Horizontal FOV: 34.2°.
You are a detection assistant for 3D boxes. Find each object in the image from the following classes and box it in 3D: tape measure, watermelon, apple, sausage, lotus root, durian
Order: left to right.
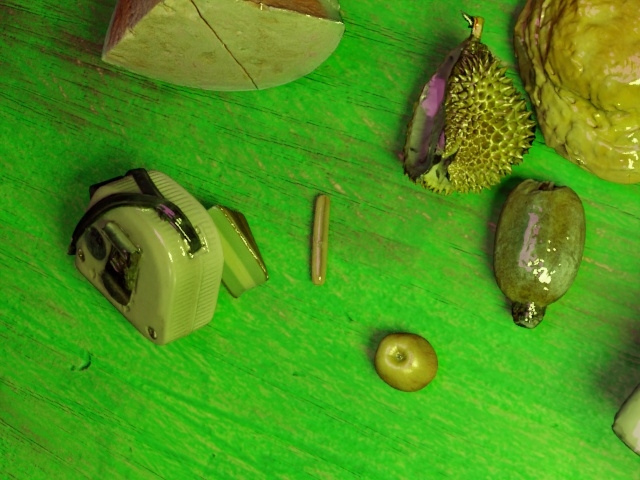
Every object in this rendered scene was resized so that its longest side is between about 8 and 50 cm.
[{"bbox_3d":[-0.271,-0.001,1.522,0.271,0.133,0.231,40,135,31],"label":"tape measure"},{"bbox_3d":[-0.141,-0.372,1.555,0.319,0.292,0.222,146,132,-61],"label":"watermelon"},{"bbox_3d":[0.000,0.000,1.500,0.024,0.024,0.132,-3,75,26],"label":"sausage"},{"bbox_3d":[0.112,0.161,1.377,0.084,0.071,0.084,-6,75,25],"label":"apple"},{"bbox_3d":[0.208,-0.170,1.370,0.137,0.193,0.237,15,96,-13],"label":"durian"},{"bbox_3d":[0.276,0.018,1.325,0.113,0.088,0.192,9,82,21],"label":"lotus root"}]

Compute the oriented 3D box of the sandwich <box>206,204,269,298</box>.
[{"bbox_3d":[-0.138,0.018,1.534,0.074,0.074,0.116,-32,65,17],"label":"sandwich"}]

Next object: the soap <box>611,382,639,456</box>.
[{"bbox_3d":[0.575,0.153,1.076,0.435,0.213,0.350,-48,63,9],"label":"soap"}]

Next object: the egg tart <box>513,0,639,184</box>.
[{"bbox_3d":[0.389,-0.270,1.307,0.351,0.153,0.339,-43,60,10],"label":"egg tart"}]
